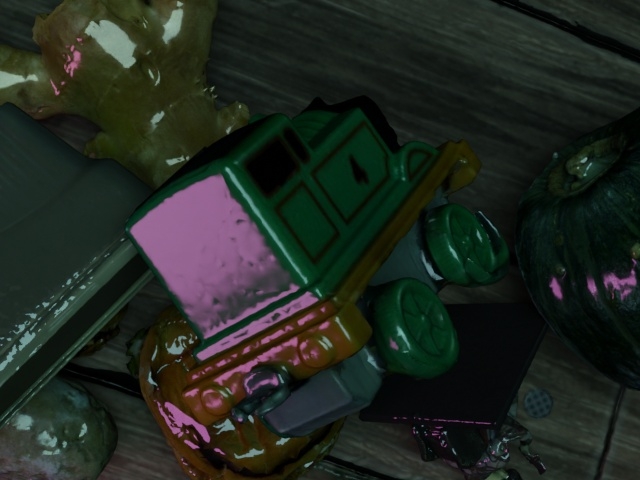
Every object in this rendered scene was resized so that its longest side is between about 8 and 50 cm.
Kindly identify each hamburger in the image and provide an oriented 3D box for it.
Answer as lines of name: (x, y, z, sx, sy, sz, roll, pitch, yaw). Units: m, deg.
hamburger: (-0.066, 0.133, 1.164, 0.183, 0.130, 0.206, -30, 89, -12)

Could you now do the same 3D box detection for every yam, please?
yam: (-0.343, 0.140, 1.125, 0.330, 0.133, 0.133, 21, 84, -11)

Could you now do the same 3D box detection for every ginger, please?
ginger: (-0.161, -0.176, 1.161, 0.348, 0.122, 0.363, 37, 92, -14)

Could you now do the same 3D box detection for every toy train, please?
toy train: (0.000, 0.000, 1.056, 0.178, 0.429, 0.249, -30, 101, 32)

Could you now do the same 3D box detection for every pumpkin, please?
pumpkin: (0.356, -0.007, 1.152, 0.263, 0.197, 0.293, 52, 56, -10)

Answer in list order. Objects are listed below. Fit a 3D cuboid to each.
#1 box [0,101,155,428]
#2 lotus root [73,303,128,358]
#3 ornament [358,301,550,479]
box: (-0.263, 0.017, 1.044, 0.178, 0.138, 0.274, 41, 68, 5)
lotus root: (-0.256, 0.022, 1.158, 0.108, 0.094, 0.191, -37, 91, -42)
ornament: (0.159, 0.181, 1.212, 0.153, 0.166, 0.196, -54, 128, -37)
